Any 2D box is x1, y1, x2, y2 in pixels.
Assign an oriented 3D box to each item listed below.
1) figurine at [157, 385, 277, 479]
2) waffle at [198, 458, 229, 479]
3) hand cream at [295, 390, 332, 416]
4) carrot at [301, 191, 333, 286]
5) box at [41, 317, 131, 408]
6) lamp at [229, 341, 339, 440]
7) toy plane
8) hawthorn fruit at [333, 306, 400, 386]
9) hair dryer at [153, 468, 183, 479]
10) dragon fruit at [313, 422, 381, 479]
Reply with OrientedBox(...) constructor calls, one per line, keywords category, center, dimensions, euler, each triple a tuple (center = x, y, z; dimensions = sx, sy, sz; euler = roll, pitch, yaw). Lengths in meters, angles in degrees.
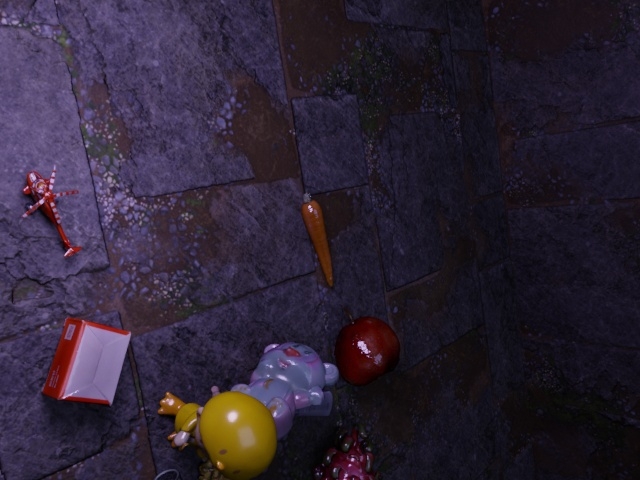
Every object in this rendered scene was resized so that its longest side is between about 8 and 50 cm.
OrientedBox(category="figurine", center=(-0.260, 0.464, 1.357), dimensions=(0.187, 0.344, 0.215), euler=(-50, 124, -39))
OrientedBox(category="waffle", center=(-0.261, 0.641, 1.561), dimensions=(0.191, 0.038, 0.191), euler=(1, 88, -45))
OrientedBox(category="hand cream", center=(-0.053, 0.527, 1.761), dimensions=(0.255, 0.048, 0.079), euler=(11, 86, -45))
OrientedBox(category="carrot", center=(0.000, 0.000, 1.812), dimensions=(0.069, 0.069, 0.336), euler=(-33, 114, -39))
OrientedBox(category="box", center=(-0.533, 0.279, 1.265), dimensions=(0.133, 0.099, 0.182), euler=(25, 71, -44))
OrientedBox(category="lamp", center=(-0.105, 0.436, 1.559), dimensions=(0.301, 0.247, 0.247), euler=(-47, 140, -49))
OrientedBox(category="toy plane", center=(-0.592, -0.065, 1.235), dimensions=(0.126, 0.077, 0.194), euler=(-54, 132, -26))
OrientedBox(category="hawthorn fruit", center=(0.149, 0.343, 1.858), dimensions=(0.230, 0.210, 0.266), euler=(-19, 88, -37))
OrientedBox(category="hair dryer", center=(-0.429, 0.728, 1.388), dimensions=(0.248, 0.078, 0.195), euler=(-29, 109, -31))
OrientedBox(category="dragon fruit", center=(0.088, 0.752, 1.801), dimensions=(0.198, 0.218, 0.272), euler=(39, 50, -79))
